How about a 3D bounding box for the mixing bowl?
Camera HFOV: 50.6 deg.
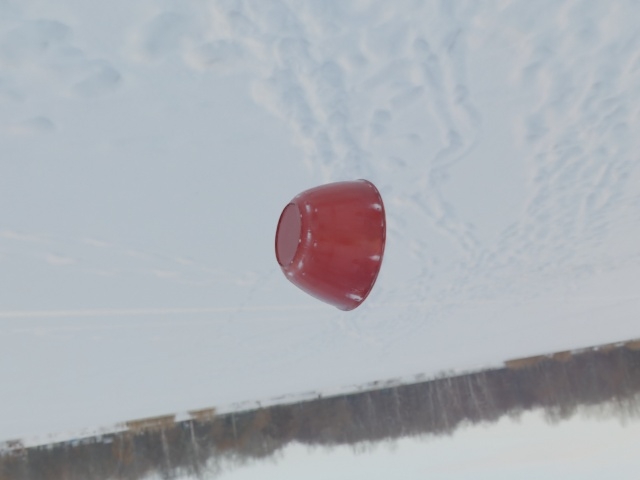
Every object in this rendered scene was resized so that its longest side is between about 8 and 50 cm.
[{"bbox_3d":[0.000,0.000,0.898,0.098,0.182,0.181,8,161,-24],"label":"mixing bowl"}]
